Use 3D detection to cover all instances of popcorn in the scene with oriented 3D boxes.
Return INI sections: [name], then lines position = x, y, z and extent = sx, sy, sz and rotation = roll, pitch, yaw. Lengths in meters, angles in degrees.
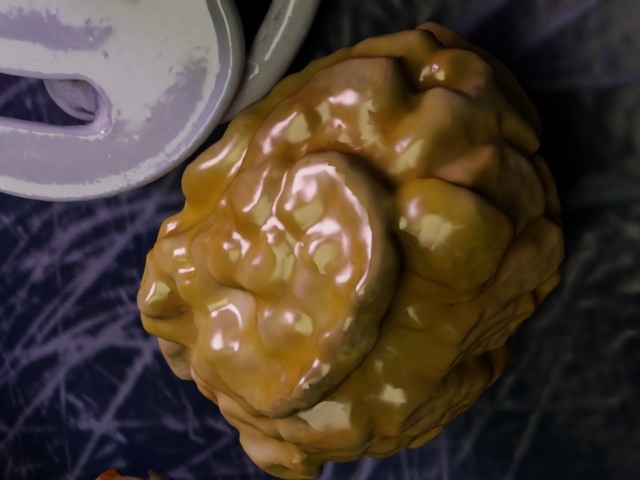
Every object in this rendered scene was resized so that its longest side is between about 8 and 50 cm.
[popcorn]
position = 0.009, 0.017, 0.403
extent = 0.194, 0.140, 0.163
rotation = -25, 91, 38

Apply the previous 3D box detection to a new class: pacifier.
[pacifier]
position = -0.119, -0.126, 0.375
extent = 0.227, 0.207, 0.279
rotation = 10, 116, 11

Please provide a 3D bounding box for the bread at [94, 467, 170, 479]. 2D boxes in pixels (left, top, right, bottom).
[bread]
position = -0.136, 0.326, 0.538
extent = 0.207, 0.279, 0.279
rotation = 28, 121, 15
